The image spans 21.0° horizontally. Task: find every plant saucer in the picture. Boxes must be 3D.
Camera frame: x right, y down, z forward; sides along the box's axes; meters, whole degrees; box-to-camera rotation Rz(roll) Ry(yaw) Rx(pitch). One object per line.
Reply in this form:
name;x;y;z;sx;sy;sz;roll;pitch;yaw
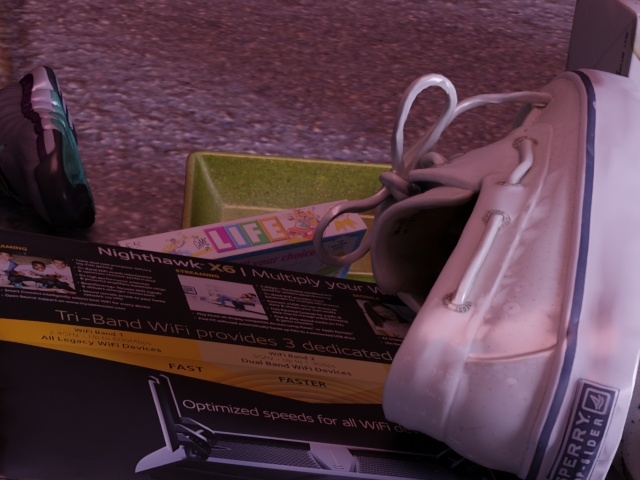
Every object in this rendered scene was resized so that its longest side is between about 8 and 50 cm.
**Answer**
plant saucer;0.000;0.000;1.161;0.188;0.045;0.188;4;24;-4

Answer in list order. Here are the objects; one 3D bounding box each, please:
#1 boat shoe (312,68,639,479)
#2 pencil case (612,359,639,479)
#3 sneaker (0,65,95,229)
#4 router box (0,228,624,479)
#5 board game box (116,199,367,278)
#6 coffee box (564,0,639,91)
boat shoe;0.077;-0.004;0.897;0.156;0.136;0.367;14;30;2
pencil case;0.351;0.114;0.832;0.410;0.160;0.183;18;-13;19
sneaker;-0.218;-0.052;1.219;0.098;0.083;0.224;-19;23;-4
router box;-0.022;0.097;0.845;0.308;0.081;0.243;9;23;-17
board game box;-0.056;0.032;1.007;0.154;0.103;0.026;-11;51;-33
coffee box;0.344;-0.109;1.329;0.297;0.168;0.119;0;25;-15
